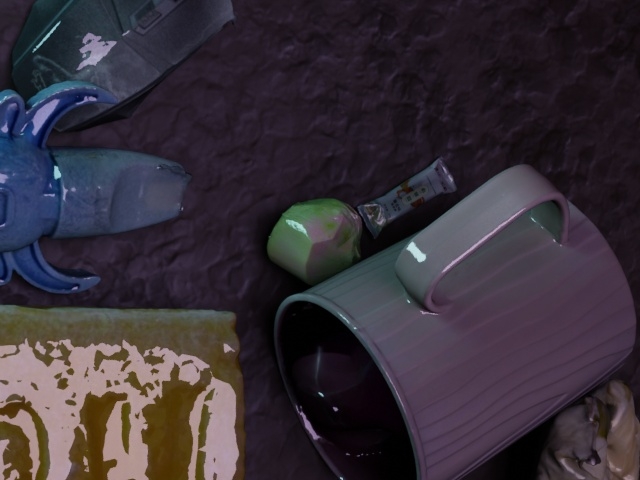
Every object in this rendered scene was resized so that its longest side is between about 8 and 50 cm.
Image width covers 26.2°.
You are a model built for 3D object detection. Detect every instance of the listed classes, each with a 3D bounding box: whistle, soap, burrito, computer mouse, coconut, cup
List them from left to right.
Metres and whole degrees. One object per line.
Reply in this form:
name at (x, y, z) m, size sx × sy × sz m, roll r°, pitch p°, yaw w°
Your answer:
whistle at (-0.237, -0.041, 1.112) m, size 0.269 × 0.093 × 0.180 m, roll -1°, pitch 111°, yaw -29°
soap at (-0.229, 0.194, 1.090) m, size 0.335 × 0.156 × 0.293 m, roll 4°, pitch 87°, yaw -23°
computer mouse at (-0.162, -0.183, 1.172) m, size 0.231 × 0.071 × 0.126 m, roll -43°, pitch 106°, yaw -21°
coconut at (0.000, 0.000, 1.241) m, size 0.082 × 0.081 × 0.083 m, roll -57°, pitch 155°, yaw -16°
cup at (0.111, 0.064, 1.206) m, size 0.273 × 0.208 × 0.288 m, roll -28°, pitch 120°, yaw -25°
burrito at (0.265, 0.309, 1.320) m, size 0.190 × 0.135 × 0.332 m, roll -16°, pitch 93°, yaw -55°

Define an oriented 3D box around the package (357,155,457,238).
package at (0.084, -0.041, 1.315) m, size 0.110 × 0.015 × 0.037 m, roll -30°, pitch 96°, yaw -24°
